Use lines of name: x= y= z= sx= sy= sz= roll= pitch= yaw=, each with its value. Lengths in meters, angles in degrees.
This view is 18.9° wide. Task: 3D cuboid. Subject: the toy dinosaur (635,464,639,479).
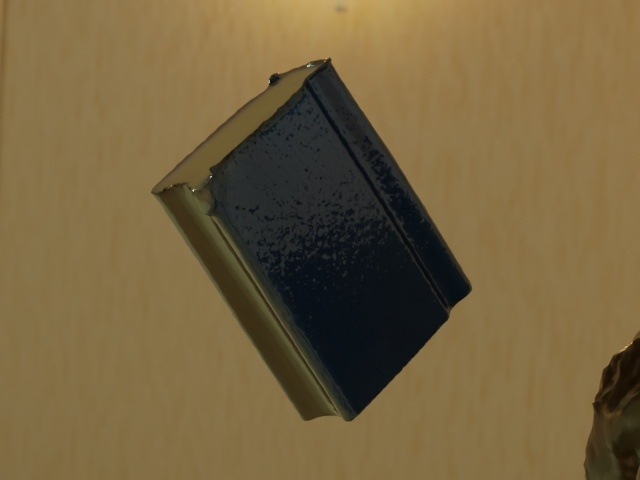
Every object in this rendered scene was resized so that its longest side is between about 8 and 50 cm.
toy dinosaur: x=0.145 y=-0.046 z=0.304 sx=0.447 sy=0.087 sz=0.301 roll=-31 pitch=-45 yaw=17

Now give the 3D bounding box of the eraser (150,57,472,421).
eraser: x=0.000 y=0.000 z=0.543 sx=0.063 sy=0.085 sz=0.027 roll=-45 pitch=23 yaw=-31

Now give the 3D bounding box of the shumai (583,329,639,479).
shumai: x=0.167 y=0.034 z=0.539 sx=0.209 sy=0.153 sz=0.161 roll=28 pitch=-33 yaw=-30
